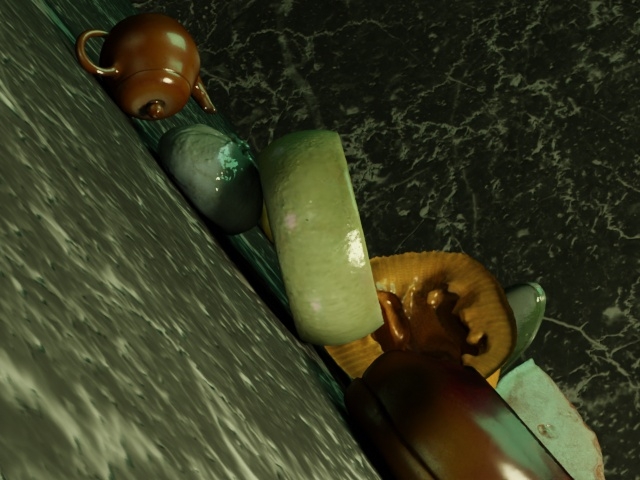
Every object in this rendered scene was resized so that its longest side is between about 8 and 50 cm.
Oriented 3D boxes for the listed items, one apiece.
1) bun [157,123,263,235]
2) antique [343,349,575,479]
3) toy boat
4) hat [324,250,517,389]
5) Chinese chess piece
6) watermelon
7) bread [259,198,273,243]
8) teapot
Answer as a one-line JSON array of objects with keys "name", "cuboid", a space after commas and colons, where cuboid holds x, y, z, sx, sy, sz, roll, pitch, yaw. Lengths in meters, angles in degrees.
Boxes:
[{"name": "bun", "cuboid": [-0.108, -0.073, 1.366, 0.141, 0.083, 0.141, 51, 5, -6]}, {"name": "antique", "cuboid": [0.145, 0.216, 1.189, 0.278, 0.129, 0.223, 50, 3, 34]}, {"name": "toy boat", "cuboid": [0.212, 0.125, 1.570, 0.078, 0.085, 0.260, 62, -30, 23]}, {"name": "hat", "cuboid": [0.119, 0.170, 1.471, 0.233, 0.244, 0.233, -68, 152, -47]}, {"name": "Chinese chess piece", "cuboid": [0.000, 0.000, 1.346, 0.238, 0.092, 0.237, -15, 90, -89]}, {"name": "watermelon", "cuboid": [0.280, 0.305, 1.543, 0.148, 0.226, 0.318, 110, -19, -45]}, {"name": "bread", "cuboid": [-0.032, -0.038, 1.955, 0.156, 0.125, 0.086, 50, 10, 10]}, {"name": "teapot", "cuboid": [-0.187, -0.179, 1.385, 0.173, 0.116, 0.116, 16, 24, -36]}]
